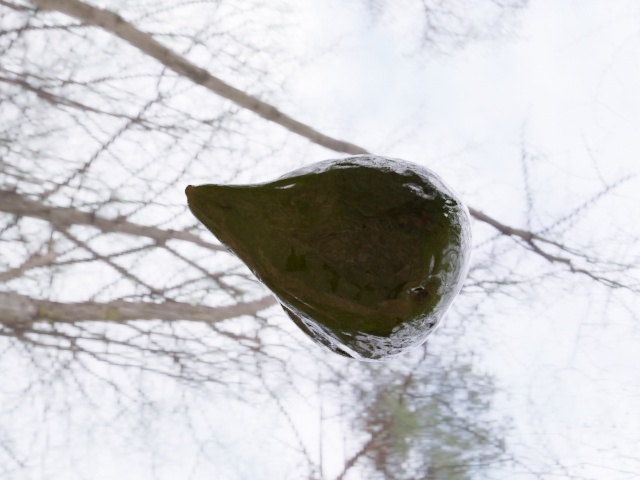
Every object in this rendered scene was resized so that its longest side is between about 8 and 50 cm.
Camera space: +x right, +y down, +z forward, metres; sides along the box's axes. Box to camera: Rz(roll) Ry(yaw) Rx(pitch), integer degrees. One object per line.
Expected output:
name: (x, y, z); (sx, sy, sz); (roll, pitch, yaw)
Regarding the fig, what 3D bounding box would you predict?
fig: (0.000, 0.000, 1.225); (0.275, 0.206, 0.206); (21, -85, -11)
